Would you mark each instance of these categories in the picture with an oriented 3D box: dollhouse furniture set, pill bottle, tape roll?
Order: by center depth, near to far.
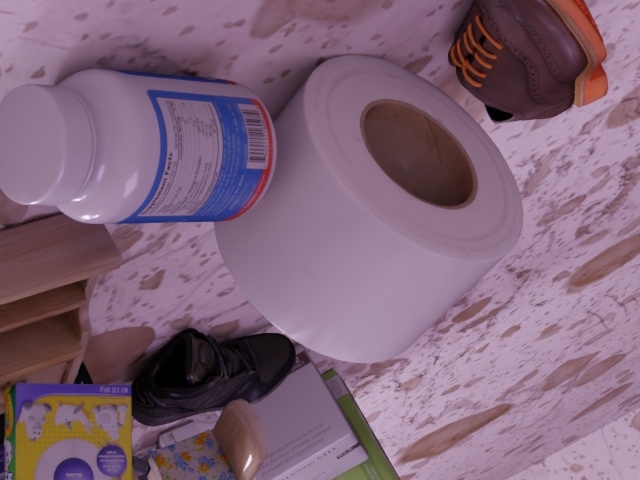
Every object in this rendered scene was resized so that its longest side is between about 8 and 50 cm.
[{"bbox_3d":[-0.150,-0.075,1.120,0.221,0.124,0.124,-1,144,-50],"label":"pill bottle"},{"bbox_3d":[-0.223,0.210,1.277,0.362,0.394,0.256,-18,155,-29],"label":"dollhouse furniture set"},{"bbox_3d":[0.045,-0.030,1.307,0.246,0.246,0.169,-8,149,-45],"label":"tape roll"}]

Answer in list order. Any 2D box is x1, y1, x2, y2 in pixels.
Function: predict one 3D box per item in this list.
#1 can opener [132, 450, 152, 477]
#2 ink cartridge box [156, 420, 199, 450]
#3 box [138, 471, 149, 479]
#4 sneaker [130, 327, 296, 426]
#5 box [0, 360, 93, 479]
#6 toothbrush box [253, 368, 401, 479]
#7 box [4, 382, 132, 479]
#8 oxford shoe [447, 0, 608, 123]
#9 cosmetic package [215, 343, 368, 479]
[{"bbox_3d":[-0.333,0.386,1.988,0.093,0.074,0.280,36,115,-29],"label":"can opener"},{"bbox_3d":[-0.191,0.332,1.985,0.056,0.099,0.135,-21,157,-22],"label":"ink cartridge box"},{"bbox_3d":[-0.417,0.417,1.713,0.318,0.097,0.395,-24,173,27],"label":"box"},{"bbox_3d":[-0.119,0.155,1.710,0.227,0.087,0.130,-13,159,-27],"label":"sneaker"},{"bbox_3d":[-0.356,0.230,1.555,0.184,0.103,0.261,-18,155,-24],"label":"box"},{"bbox_3d":[-0.042,0.360,2.098,0.283,0.206,0.122,-31,159,-2],"label":"toothbrush box"},{"bbox_3d":[-0.213,0.212,1.174,0.105,0.179,0.043,3,167,-25],"label":"box"},{"bbox_3d":[0.188,-0.186,1.318,0.133,0.130,0.364,-27,159,8],"label":"oxford shoe"},{"bbox_3d":[-0.041,0.265,1.962,0.151,0.151,0.184,-31,158,-2],"label":"cosmetic package"}]
